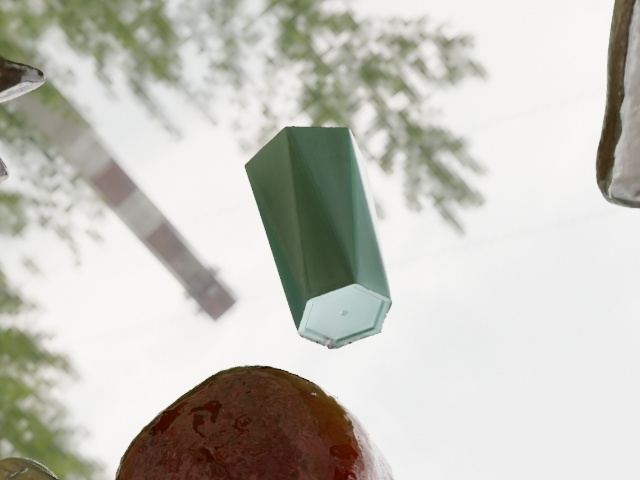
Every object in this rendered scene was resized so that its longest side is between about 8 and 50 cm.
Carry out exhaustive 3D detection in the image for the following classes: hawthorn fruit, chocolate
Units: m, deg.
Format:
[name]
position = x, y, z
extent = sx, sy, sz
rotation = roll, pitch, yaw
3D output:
[hawthorn fruit]
position = -0.031, 0.249, 1.528
extent = 0.254, 0.254, 0.300
rotation = -44, -146, -7
[chocolate]
position = 0.309, -0.158, 1.643
extent = 0.157, 0.254, 0.080
rotation = -9, -150, -21

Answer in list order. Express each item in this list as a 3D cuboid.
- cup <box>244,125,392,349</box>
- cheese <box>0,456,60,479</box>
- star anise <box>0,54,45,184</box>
[cup]
position = 0.000, 0.000, 2.124
extent = 0.148, 0.134, 0.236
rotation = -42, -139, 32
[cheese]
position = -0.263, 0.281, 1.686
extent = 0.070, 0.163, 0.249
rotation = -34, 177, -26
[star anise]
position = -0.438, -0.162, 1.907
extent = 0.315, 0.315, 0.108
rotation = -50, -166, -20
